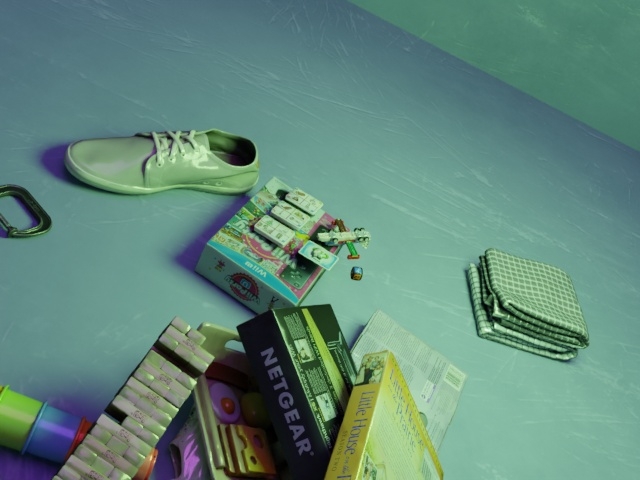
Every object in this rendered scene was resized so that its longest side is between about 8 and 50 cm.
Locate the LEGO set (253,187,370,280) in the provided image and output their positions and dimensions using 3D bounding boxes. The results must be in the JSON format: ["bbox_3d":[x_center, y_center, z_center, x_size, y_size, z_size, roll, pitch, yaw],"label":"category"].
[{"bbox_3d":[0.000,0.000,1.558,0.244,0.060,0.182,30,42,11],"label":"LEGO set"}]

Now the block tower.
[{"bbox_3d":[-0.283,0.274,1.072,0.091,0.097,0.335,37,56,-6],"label":"block tower"}]

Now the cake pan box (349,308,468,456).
[{"bbox_3d":[0.160,0.292,1.481,0.245,0.070,0.267,36,40,1],"label":"cake pan box"}]

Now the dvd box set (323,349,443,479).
[{"bbox_3d":[0.102,0.423,1.147,0.308,0.062,0.420,66,25,-24],"label":"dvd box set"}]

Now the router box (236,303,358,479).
[{"bbox_3d":[-0.004,0.267,1.253,0.243,0.081,0.309,8,57,-66],"label":"router box"}]

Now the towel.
[{"bbox_3d":[0.519,0.151,1.808,0.283,0.121,0.235,19,41,-15],"label":"towel"}]

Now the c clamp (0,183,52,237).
[{"bbox_3d":[-0.601,-0.056,1.385,0.160,0.022,0.137,41,36,12],"label":"c clamp"}]

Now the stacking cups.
[{"bbox_3d":[-0.408,0.293,1.112,0.316,0.096,0.096,24,41,-16],"label":"stacking cups"}]

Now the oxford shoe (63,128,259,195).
[{"bbox_3d":[-0.332,-0.189,1.605,0.449,0.130,0.169,0,51,-30],"label":"oxford shoe"}]

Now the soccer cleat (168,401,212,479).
[{"bbox_3d":[-0.212,0.326,1.214,0.076,0.068,0.196,14,46,-16],"label":"soccer cleat"}]

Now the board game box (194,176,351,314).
[{"bbox_3d":[-0.094,0.020,1.571,0.224,0.097,0.303,34,41,3],"label":"board game box"}]

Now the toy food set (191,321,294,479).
[{"bbox_3d":[-0.099,0.296,1.229,0.219,0.092,0.306,28,32,-46],"label":"toy food set"}]
